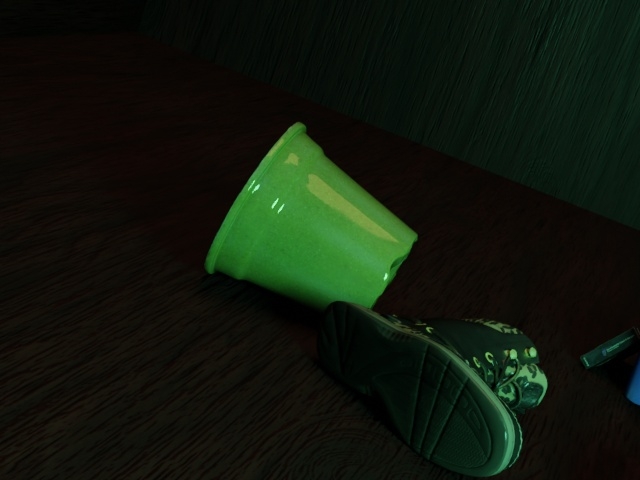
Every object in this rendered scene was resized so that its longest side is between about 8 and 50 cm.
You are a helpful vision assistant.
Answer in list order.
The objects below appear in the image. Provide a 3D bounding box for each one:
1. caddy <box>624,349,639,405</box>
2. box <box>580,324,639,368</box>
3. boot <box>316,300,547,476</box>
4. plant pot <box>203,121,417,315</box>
[{"bbox_3d":[0.673,0.225,2.155,0.341,0.179,0.241,10,18,-32],"label":"caddy"},{"bbox_3d":[0.538,0.181,2.276,0.162,0.116,0.029,-1,61,-53],"label":"box"},{"bbox_3d":[0.202,0.195,1.770,0.284,0.138,0.377,7,14,-39],"label":"boot"},{"bbox_3d":[0.000,0.000,2.013,0.254,0.276,0.276,33,16,5],"label":"plant pot"}]
